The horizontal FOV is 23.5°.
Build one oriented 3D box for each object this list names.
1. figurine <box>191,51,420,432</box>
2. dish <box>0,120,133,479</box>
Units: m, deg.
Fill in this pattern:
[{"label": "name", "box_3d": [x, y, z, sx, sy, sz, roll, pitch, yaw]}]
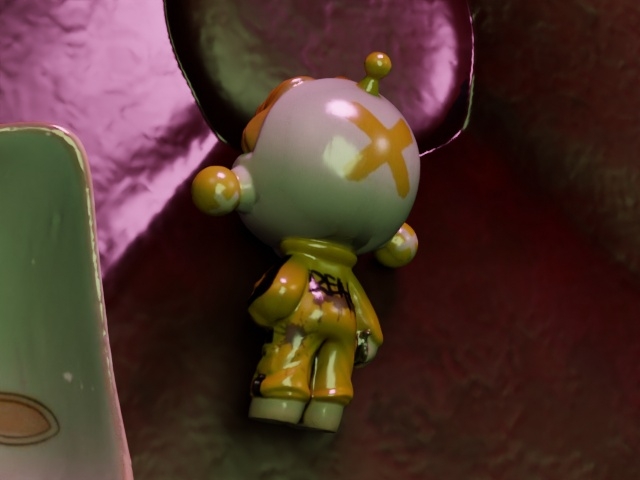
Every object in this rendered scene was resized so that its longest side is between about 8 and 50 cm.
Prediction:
[{"label": "figurine", "box_3d": [-0.004, 0.000, 0.608, 0.101, 0.068, 0.143, 42, 63, -25]}, {"label": "dish", "box_3d": [-0.180, 0.044, 0.515, 0.212, 0.077, 0.151, -4, 75, -24]}]
